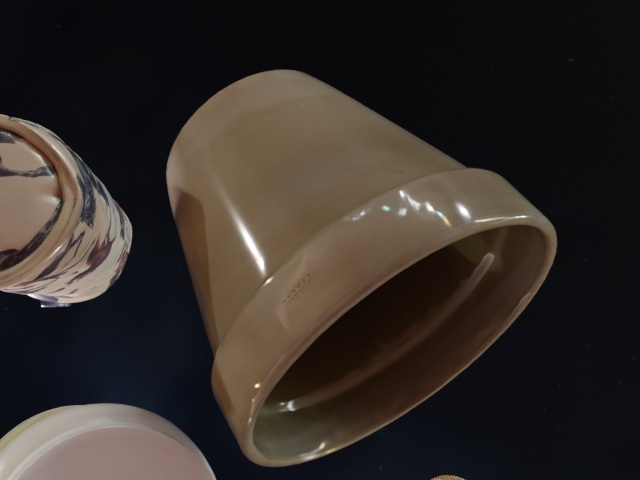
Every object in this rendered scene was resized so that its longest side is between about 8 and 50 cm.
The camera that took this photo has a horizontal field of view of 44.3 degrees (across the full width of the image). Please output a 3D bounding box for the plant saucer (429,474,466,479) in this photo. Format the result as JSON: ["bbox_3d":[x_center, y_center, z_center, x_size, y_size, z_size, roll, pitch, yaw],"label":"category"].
[{"bbox_3d":[0.176,0.336,1.045,0.083,0.015,0.083,11,-47,12],"label":"plant saucer"}]

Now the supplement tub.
[{"bbox_3d":[-0.232,0.284,0.790,0.235,0.325,0.235,5,-103,-22],"label":"supplement tub"}]

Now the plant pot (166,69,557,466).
[{"bbox_3d":[0.000,0.000,0.730,0.323,0.323,0.280,-39,-117,2],"label":"plant pot"}]

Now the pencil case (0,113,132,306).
[{"bbox_3d":[-0.314,-0.013,0.839,0.184,0.410,0.160,-25,-93,-9],"label":"pencil case"}]
